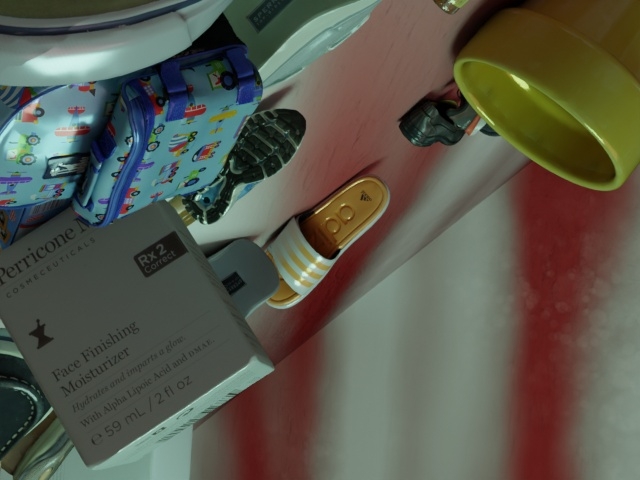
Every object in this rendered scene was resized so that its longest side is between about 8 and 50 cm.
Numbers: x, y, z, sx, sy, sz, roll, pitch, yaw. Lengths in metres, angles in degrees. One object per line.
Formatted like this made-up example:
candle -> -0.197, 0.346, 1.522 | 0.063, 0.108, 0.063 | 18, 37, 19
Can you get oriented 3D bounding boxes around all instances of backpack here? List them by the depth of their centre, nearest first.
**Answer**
backpack -> -0.143, -0.079, 0.517 | 0.173, 0.117, 0.158 | -23, 163, -41

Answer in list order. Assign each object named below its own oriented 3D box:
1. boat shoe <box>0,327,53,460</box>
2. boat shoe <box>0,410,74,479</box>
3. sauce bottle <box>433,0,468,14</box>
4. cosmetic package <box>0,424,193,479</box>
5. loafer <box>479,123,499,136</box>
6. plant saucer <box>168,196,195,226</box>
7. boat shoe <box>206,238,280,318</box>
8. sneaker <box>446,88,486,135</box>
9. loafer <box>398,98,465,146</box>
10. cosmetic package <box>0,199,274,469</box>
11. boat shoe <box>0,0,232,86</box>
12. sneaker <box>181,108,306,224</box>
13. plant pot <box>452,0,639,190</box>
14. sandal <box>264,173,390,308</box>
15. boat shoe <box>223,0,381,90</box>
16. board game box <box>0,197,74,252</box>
boat shoe -> -0.453, 0.264, 0.822 | 0.500, 0.156, 0.187 | -34, 136, -2
boat shoe -> -0.329, 0.185, 1.120 | 0.123, 0.116, 0.324 | -55, -177, 16
sauce bottle -> 0.157, -0.270, 0.822 | 0.128, 0.042, 0.042 | -40, 169, 30
cosmetic package -> -0.328, 0.313, 1.323 | 0.224, 0.138, 0.224 | 0, 172, 6
loafer -> 0.350, -0.268, 1.291 | 0.302, 0.109, 0.095 | -46, 170, 34
plant saucer -> -0.153, -0.030, 0.976 | 0.083, 0.015, 0.083 | -34, 169, -7
boat shoe -> -0.193, 0.097, 1.155 | 0.156, 0.136, 0.367 | -36, 180, 22
sneaker -> 0.229, -0.226, 1.214 | 0.158, 0.065, 0.061 | -59, -178, -5
loafer -> 0.183, -0.177, 1.278 | 0.061, 0.062, 0.170 | -48, 166, 32
cosmetic package -> -0.153, 0.068, 0.723 | 0.151, 0.184, 0.151 | -34, 170, -4
boat shoe -> -0.062, -0.177, 0.433 | 0.302, 0.109, 0.094 | -39, 158, -33
sneaker -> -0.077, -0.086, 0.903 | 0.162, 0.063, 0.073 | -36, -172, 28
plant pot -> 0.333, -0.230, 1.076 | 0.239, 0.254, 0.254 | -51, 170, -4
sandal -> -0.007, -0.008, 1.348 | 0.265, 0.102, 0.076 | -45, 167, 6
boat shoe -> -0.001, -0.183, 0.639 | 0.227, 0.079, 0.081 | -34, 178, 24
board game box -> -0.216, -0.017, 0.766 | 0.160, 0.039, 0.211 | -26, 165, -41
